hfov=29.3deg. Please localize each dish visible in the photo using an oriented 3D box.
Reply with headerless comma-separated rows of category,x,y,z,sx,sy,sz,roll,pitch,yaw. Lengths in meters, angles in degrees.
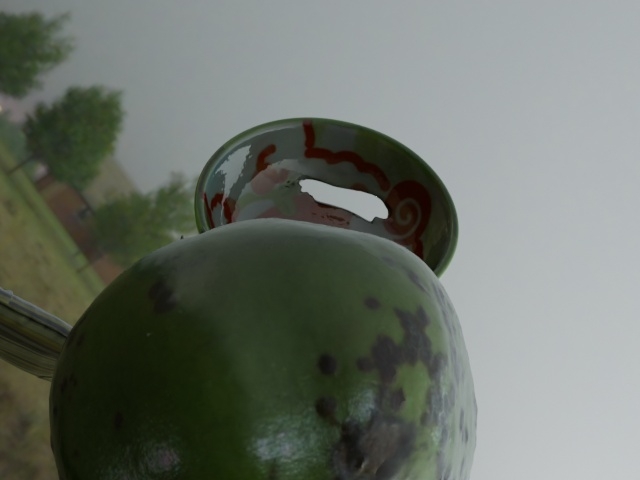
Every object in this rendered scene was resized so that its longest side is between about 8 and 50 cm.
dish,0.000,0.000,1.518,0.324,0.324,0.124,50,-33,29

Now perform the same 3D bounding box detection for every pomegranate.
pomegranate,-0.024,0.111,0.710,0.254,0.254,0.270,71,-4,-66

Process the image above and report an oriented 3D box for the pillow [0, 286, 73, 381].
pillow,-0.380,0.095,1.440,0.208,0.052,0.212,32,-24,-12
